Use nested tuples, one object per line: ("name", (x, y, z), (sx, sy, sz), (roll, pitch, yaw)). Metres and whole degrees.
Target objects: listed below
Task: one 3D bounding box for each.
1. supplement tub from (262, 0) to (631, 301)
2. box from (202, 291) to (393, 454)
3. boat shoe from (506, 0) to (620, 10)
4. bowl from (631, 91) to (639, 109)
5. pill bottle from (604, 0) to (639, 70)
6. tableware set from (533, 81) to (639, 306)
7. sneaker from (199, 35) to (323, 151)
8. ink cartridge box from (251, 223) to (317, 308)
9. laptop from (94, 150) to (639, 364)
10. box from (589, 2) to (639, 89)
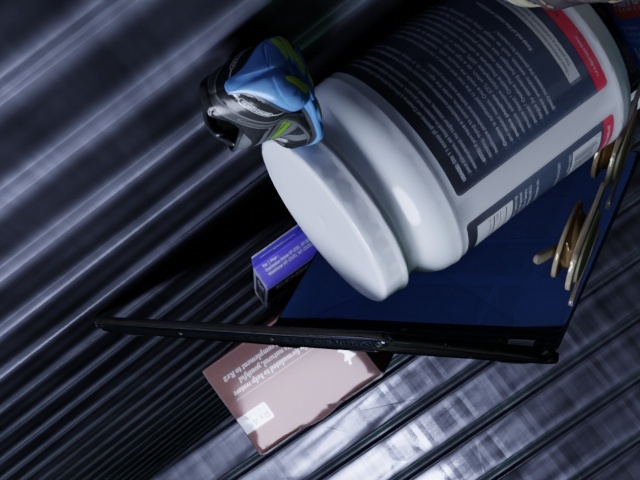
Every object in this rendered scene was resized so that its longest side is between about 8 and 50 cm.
("supplement tub", (0.107, -0.094, 1.016), (0.272, 0.191, 0.191), (-36, 172, -13))
("box", (-0.001, 0.130, 1.603), (0.191, 0.143, 0.381), (-35, -177, 13))
("boat shoe", (0.288, -0.272, 0.877), (0.355, 0.130, 0.132), (-37, 129, -7))
("bowl", (0.400, -0.237, 1.703), (0.298, 0.134, 0.298), (-38, 172, -6))
("pill bottle", (0.310, -0.222, 1.039), (0.124, 0.221, 0.124), (-30, -160, 12))
("tableware set", (0.248, -0.047, 1.106), (0.128, 0.039, 0.194), (67, 44, -66))
("sneaker", (-0.043, -0.099, 0.843), (0.078, 0.067, 0.188), (-18, 176, 7))
("ink cartridge box", (0.000, 0.000, 1.593), (0.206, 0.045, 0.208), (-37, 170, -9))
("laptop", (0.055, -0.002, 1.220), (0.382, 0.236, 0.408), (-1, 172, 42))
("box", (0.282, -0.226, 1.177), (0.158, 0.156, 0.093), (-38, 173, 2))
